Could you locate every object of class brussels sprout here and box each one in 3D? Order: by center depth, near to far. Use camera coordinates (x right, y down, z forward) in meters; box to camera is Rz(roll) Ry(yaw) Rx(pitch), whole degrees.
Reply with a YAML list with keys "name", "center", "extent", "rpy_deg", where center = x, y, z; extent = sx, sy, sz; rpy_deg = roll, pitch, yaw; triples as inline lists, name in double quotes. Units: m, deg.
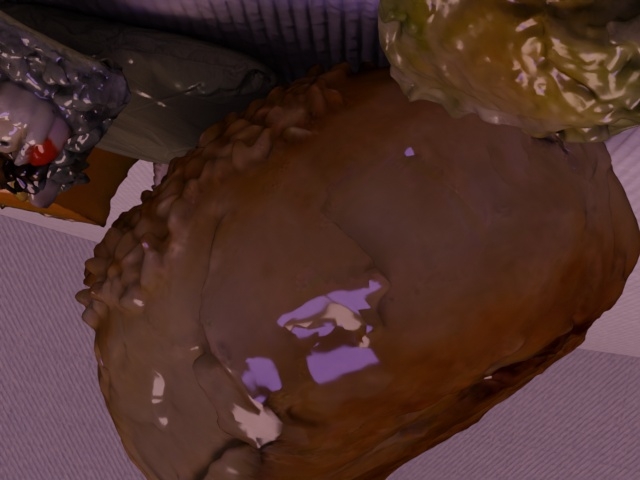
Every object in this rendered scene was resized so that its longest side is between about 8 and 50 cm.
- name: "brussels sprout"
  center: [0.095, -0.106, 0.580]
  extent: [0.139, 0.100, 0.181]
  rpy_deg: [25, 171, -18]

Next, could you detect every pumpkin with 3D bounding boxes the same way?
- name: "pumpkin"
  center: [-0.300, -0.097, 1.240]
  extent: [0.126, 0.131, 0.248]
  rpy_deg: [-6, 157, 44]

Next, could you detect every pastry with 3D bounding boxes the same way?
- name: "pastry"
  center: [0.018, 0.028, 0.916]
  extent: [0.410, 0.245, 0.409]
  rpy_deg: [-29, 163, -10]

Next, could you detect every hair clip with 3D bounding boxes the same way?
- name: "hair clip"
  center: [-0.223, -0.076, 0.937]
  extent: [0.138, 0.091, 0.321]
  rpy_deg: [26, 166, -9]

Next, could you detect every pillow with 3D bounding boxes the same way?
- name: "pillow"
  center: [-0.133, -0.108, 1.045]
  extent: [0.274, 0.076, 0.281]
  rpy_deg: [12, 173, 14]

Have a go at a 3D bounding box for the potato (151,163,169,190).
- name: "potato"
  center: [0.000, 0.000, 1.279]
  extent: [0.266, 0.229, 0.229]
  rpy_deg: [-12, -174, -29]
